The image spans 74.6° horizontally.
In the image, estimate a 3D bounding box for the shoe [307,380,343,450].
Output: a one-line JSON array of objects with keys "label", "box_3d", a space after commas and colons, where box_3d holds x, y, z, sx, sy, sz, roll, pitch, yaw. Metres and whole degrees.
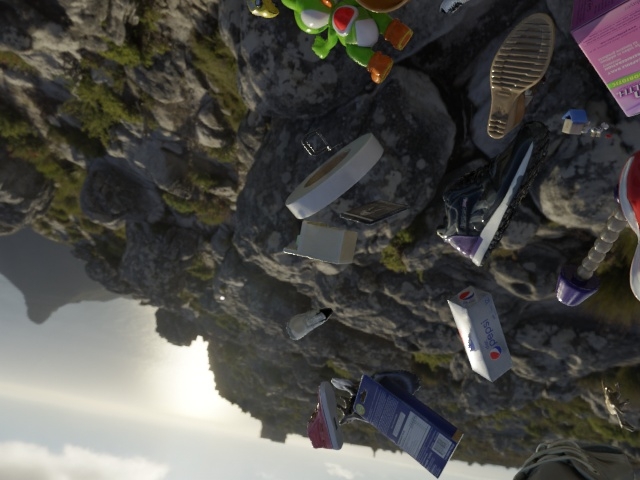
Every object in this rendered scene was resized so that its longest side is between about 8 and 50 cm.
[{"label": "shoe", "box_3d": [0.000, 0.458, 1.092, 0.081, 0.178, 0.063, -12, -179, 21]}]

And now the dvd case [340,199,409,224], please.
[{"label": "dvd case", "box_3d": [0.212, -0.113, 1.634, 0.221, 0.018, 0.164, -21, -154, -34]}]

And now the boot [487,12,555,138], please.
[{"label": "boot", "box_3d": [0.396, -0.341, 0.808, 0.090, 0.207, 0.248, 27, 148, 20]}]

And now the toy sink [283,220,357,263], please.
[{"label": "toy sink", "box_3d": [0.000, 0.000, 1.577, 0.234, 0.131, 0.152, 11, -177, 25]}]

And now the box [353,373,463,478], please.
[{"label": "box", "box_3d": [0.177, 0.383, 0.895, 0.225, 0.036, 0.136, 30, 129, 28]}]

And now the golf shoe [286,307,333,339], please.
[{"label": "golf shoe", "box_3d": [-0.030, 0.238, 1.263, 0.086, 0.069, 0.176, -31, 175, 35]}]

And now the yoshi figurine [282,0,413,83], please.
[{"label": "yoshi figurine", "box_3d": [0.062, -0.601, 1.164, 0.362, 0.204, 0.203, 33, 152, 0]}]

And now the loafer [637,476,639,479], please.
[{"label": "loafer", "box_3d": [0.687, 0.405, 0.743, 0.096, 0.084, 0.267, 44, 142, 14]}]

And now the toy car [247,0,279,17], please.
[{"label": "toy car", "box_3d": [-0.212, -0.677, 1.079, 0.225, 0.239, 0.053, 18, 139, -28]}]

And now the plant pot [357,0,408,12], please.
[{"label": "plant pot", "box_3d": [0.183, -0.656, 0.961, 0.205, 0.188, 0.205, 28, 140, 26]}]

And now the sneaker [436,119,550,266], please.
[{"label": "sneaker", "box_3d": [0.268, -0.080, 0.706, 0.124, 0.107, 0.283, 34, 141, 24]}]

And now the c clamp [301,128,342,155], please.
[{"label": "c clamp", "box_3d": [-0.003, -0.425, 1.799, 0.137, 0.022, 0.160, -32, 145, 18]}]

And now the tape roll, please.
[{"label": "tape roll", "box_3d": [0.043, -0.226, 1.466, 0.392, 0.392, 0.072, -23, 113, 48]}]

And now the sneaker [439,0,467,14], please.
[{"label": "sneaker", "box_3d": [0.288, -0.504, 0.887, 0.040, 0.044, 0.109, 11, -161, -14]}]

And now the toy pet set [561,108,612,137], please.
[{"label": "toy pet set", "box_3d": [0.752, -0.338, 1.196, 0.114, 0.122, 0.065, 3, 113, -2]}]

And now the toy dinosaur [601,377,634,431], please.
[{"label": "toy dinosaur", "box_3d": [0.836, 0.450, 1.207, 0.053, 0.183, 0.093, -3, 124, 9]}]

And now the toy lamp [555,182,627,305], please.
[{"label": "toy lamp", "box_3d": [0.541, 0.020, 0.817, 0.080, 0.080, 0.275, 9, 129, 2]}]

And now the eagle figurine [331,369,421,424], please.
[{"label": "eagle figurine", "box_3d": [0.194, 0.572, 1.550, 0.226, 0.298, 0.225, 21, 123, 39]}]

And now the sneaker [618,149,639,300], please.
[{"label": "sneaker", "box_3d": [0.454, -0.025, 0.530, 0.087, 0.221, 0.128, -5, 172, 12]}]

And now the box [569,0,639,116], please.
[{"label": "box", "box_3d": [0.599, -0.408, 0.799, 0.243, 0.214, 0.117, 34, 152, -24]}]

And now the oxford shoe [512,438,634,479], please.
[{"label": "oxford shoe", "box_3d": [0.315, 0.331, 0.543, 0.169, 0.130, 0.449, -30, 144, 34]}]

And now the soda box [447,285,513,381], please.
[{"label": "soda box", "box_3d": [0.497, 0.289, 1.300, 0.286, 0.098, 0.091, 65, 165, -19]}]
